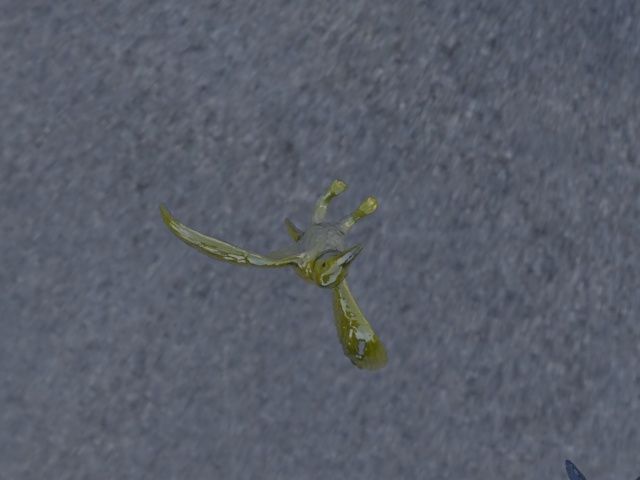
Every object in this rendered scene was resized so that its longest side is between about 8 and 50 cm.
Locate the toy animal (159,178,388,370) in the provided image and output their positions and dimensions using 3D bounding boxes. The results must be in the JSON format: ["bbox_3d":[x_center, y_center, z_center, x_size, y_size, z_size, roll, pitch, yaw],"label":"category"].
[{"bbox_3d":[0.000,0.000,1.044,0.219,0.095,0.155,32,147,-14],"label":"toy animal"}]

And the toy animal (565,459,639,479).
[{"bbox_3d":[0.311,0.328,1.561,0.239,0.255,0.176,-36,83,1],"label":"toy animal"}]
